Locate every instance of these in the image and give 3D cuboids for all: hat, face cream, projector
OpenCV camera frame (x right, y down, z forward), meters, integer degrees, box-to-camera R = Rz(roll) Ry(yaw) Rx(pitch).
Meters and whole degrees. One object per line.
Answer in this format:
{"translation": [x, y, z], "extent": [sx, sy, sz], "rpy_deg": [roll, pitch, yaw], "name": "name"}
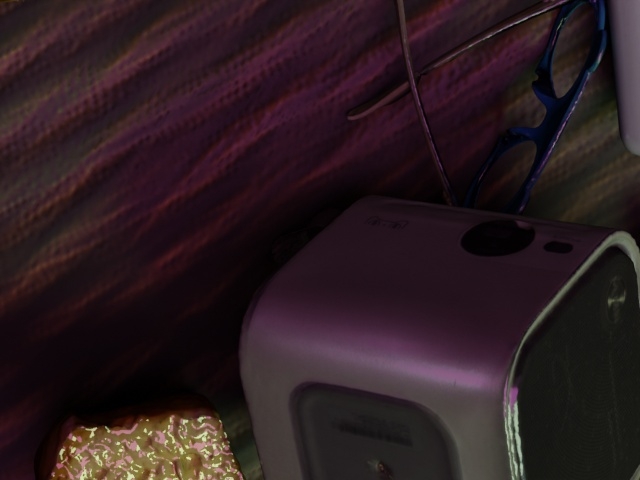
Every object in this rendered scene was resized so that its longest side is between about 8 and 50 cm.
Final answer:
{"translation": [-0.001, 0.001, 1.587], "extent": [0.058, 0.042, 0.087], "rpy_deg": [45, 129, -11], "name": "hat"}
{"translation": [0.295, -0.225, 1.528], "extent": [0.144, 0.071, 0.291], "rpy_deg": [-25, 114, -46], "name": "face cream"}
{"translation": [0.110, 0.120, 1.468], "extent": [0.249, 0.248, 0.248], "rpy_deg": [9, 124, 33], "name": "projector"}

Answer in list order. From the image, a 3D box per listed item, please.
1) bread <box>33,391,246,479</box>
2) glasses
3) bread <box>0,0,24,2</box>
{"translation": [-0.133, 0.270, 1.570], "extent": [0.194, 0.179, 0.340], "rpy_deg": [-22, 107, -5], "name": "bread"}
{"translation": [0.131, -0.141, 1.554], "extent": [0.207, 0.102, 0.239], "rpy_deg": [31, 102, 11], "name": "glasses"}
{"translation": [-0.264, -0.236, 1.450], "extent": [0.070, 0.077, 0.083], "rpy_deg": [10, 105, -1], "name": "bread"}
